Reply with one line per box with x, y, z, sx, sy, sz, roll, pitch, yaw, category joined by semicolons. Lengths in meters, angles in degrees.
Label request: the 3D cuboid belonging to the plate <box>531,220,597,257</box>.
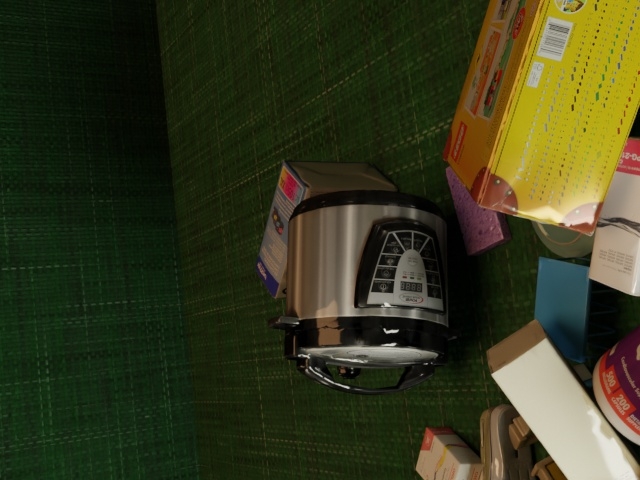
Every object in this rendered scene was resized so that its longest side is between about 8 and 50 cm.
0.458;-0.056;1.544;0.188;0.024;0.188;28;124;52;plate

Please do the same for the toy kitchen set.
0.464;0.367;1.539;0.207;0.122;0.166;93;156;-50;toy kitchen set

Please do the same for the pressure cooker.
0.107;0.129;1.809;0.370;0.375;0.420;-4;75;23;pressure cooker

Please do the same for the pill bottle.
0.576;0.173;1.235;0.323;0.182;0.181;-59;44;44;pill bottle

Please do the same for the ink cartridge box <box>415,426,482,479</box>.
0.295;0.513;1.812;0.198;0.067;0.115;-141;59;-62;ink cartridge box

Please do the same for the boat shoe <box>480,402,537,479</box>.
0.385;0.489;1.680;0.094;0.109;0.302;145;128;-71;boat shoe

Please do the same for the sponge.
0.338;-0.082;1.764;0.117;0.031;0.210;-36;61;54;sponge

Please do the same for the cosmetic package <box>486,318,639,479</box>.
0.420;0.301;1.387;0.113;0.160;0.309;-35;91;11;cosmetic package

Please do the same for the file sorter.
0.470;0.120;1.484;0.118;0.104;0.170;16;105;58;file sorter

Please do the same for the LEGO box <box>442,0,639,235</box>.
0.381;-0.308;1.328;0.372;0.193;0.500;-89;13;-72;LEGO box

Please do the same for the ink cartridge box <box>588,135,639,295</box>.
0.535;-0.042;1.297;0.100;0.172;0.237;26;114;58;ink cartridge box

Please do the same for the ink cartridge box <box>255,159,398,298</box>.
0.000;0.000;2.105;0.151;0.270;0.395;51;134;47;ink cartridge box
